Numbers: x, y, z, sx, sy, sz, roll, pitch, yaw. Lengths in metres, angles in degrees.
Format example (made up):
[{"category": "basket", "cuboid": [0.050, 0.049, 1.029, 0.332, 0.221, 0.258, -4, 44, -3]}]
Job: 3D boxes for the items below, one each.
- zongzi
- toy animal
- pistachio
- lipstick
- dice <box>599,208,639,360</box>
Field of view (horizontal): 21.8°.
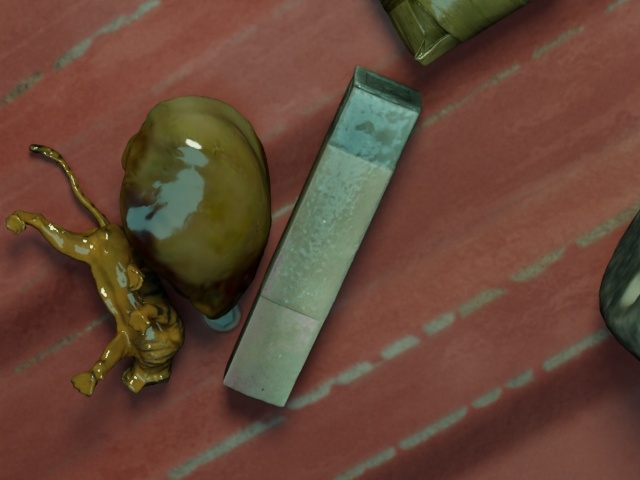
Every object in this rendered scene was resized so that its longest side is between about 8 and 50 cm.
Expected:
[{"category": "zongzi", "cuboid": [0.107, -0.260, 1.425, 0.160, 0.078, 0.176, -30, 102, 8]}, {"category": "toy animal", "cuboid": [-0.195, 0.020, 1.541, 0.114, 0.116, 0.255, -20, 94, 23]}, {"category": "pistachio", "cuboid": [-0.112, -0.029, 1.497, 0.165, 0.130, 0.210, -25, 111, -31]}, {"category": "lipstick", "cuboid": [0.000, 0.000, 1.526, 0.068, 0.066, 0.317, 22, 110, -6]}, {"category": "dice", "cuboid": [0.364, 0.039, 1.458, 0.181, 0.182, 0.183, 30, 107, -6]}]
